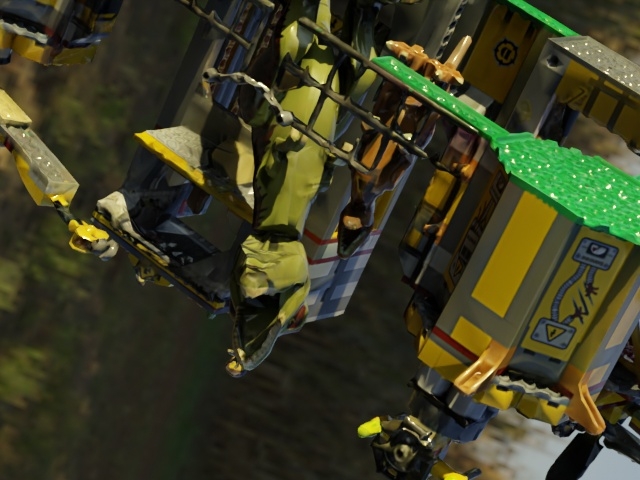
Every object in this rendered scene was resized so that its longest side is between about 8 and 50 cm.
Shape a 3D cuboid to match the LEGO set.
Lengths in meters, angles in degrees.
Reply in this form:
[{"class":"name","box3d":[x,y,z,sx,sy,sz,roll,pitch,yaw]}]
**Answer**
[{"class":"LEGO set","box3d":[0.000,0.000,0.673,0.255,0.331,0.192,-23,141,-62]}]
